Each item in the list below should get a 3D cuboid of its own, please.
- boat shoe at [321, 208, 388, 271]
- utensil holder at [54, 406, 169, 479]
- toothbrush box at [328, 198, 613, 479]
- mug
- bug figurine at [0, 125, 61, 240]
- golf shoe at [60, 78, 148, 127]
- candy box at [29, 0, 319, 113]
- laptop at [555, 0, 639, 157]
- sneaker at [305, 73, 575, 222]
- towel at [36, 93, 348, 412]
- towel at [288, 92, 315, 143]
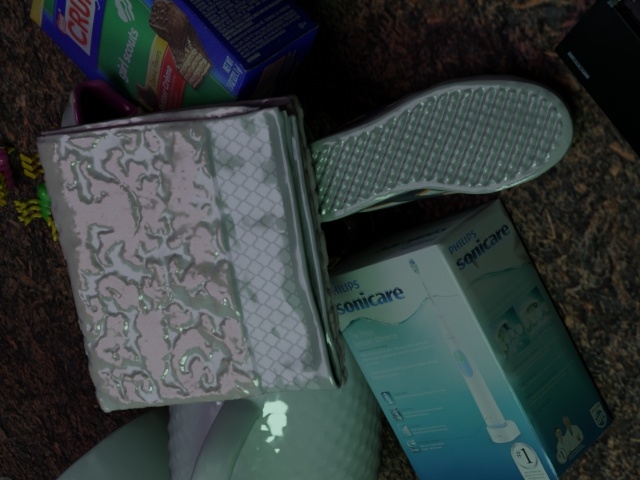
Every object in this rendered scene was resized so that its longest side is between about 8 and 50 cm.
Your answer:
[{"bbox_3d":[0.000,0.000,1.638,0.073,0.073,0.207,53,142,4],"label":"boat shoe"},{"bbox_3d":[-0.210,0.482,1.996,0.385,0.328,0.327,49,141,13],"label":"utensil holder"},{"bbox_3d":[0.160,0.127,1.518,0.216,0.126,0.295,-21,101,50],"label":"toothbrush box"},{"bbox_3d":[-0.072,0.240,1.642,0.276,0.374,0.328,14,128,14],"label":"mug"},{"bbox_3d":[-0.461,-0.125,2.022,0.279,0.072,0.216,28,140,23],"label":"bug figurine"},{"bbox_3d":[-0.196,-0.066,1.527,0.306,0.115,0.140,39,147,19],"label":"golf shoe"},{"bbox_3d":[-0.179,-0.255,1.528,0.317,0.122,0.268,48,149,11],"label":"candy box"},{"bbox_3d":[0.369,-0.161,1.197,0.264,0.136,0.234,-40,86,25],"label":"laptop"},{"bbox_3d":[0.119,-0.105,1.417,0.321,0.127,0.126,-11,98,24],"label":"sneaker"},{"bbox_3d":[-0.143,0.022,1.455,0.317,0.053,0.331,-6,101,23],"label":"towel"},{"bbox_3d":[-0.149,-0.156,1.713,0.325,0.038,0.247,-19,102,49],"label":"towel"}]
